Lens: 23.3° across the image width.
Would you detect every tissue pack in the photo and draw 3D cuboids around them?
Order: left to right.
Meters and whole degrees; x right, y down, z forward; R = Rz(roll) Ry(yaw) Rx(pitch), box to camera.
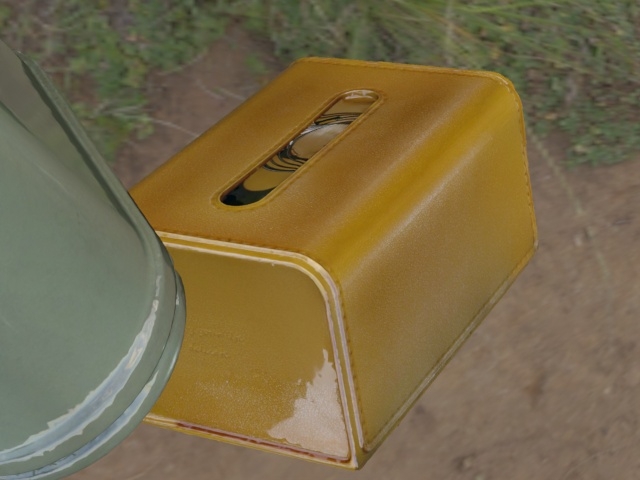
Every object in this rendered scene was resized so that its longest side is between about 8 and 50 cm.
[{"bbox_3d":[0.000,0.000,0.997,0.194,0.274,0.145,10,123,28],"label":"tissue pack"}]

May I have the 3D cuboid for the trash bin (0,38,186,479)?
[{"bbox_3d":[-0.182,-0.054,0.574,0.121,0.247,0.243,-39,45,0],"label":"trash bin"}]
